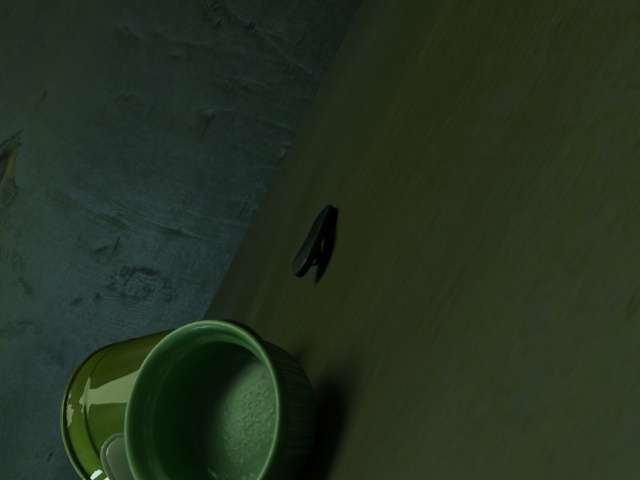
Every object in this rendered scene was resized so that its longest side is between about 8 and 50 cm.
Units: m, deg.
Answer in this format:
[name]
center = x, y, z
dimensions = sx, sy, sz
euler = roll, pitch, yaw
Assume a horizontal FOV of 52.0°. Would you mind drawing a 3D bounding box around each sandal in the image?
[sandal]
center = 0.001, -0.001, 1.579
dimensions = 0.097, 0.054, 0.254
euler = -45, 12, 40

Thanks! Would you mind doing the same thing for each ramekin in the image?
[ramekin]
center = -0.153, 0.289, 1.060
dimensions = 0.304, 0.148, 0.303
euler = -10, 70, 27

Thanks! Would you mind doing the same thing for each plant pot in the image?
[plant pot]
center = -0.283, 0.332, 1.374
dimensions = 0.353, 0.366, 0.366
euler = -29, 31, 33

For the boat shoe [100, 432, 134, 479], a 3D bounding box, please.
[boat shoe]
center = -0.287, 0.478, 1.221
dimensions = 0.109, 0.305, 0.091
euler = -49, 1, -29
